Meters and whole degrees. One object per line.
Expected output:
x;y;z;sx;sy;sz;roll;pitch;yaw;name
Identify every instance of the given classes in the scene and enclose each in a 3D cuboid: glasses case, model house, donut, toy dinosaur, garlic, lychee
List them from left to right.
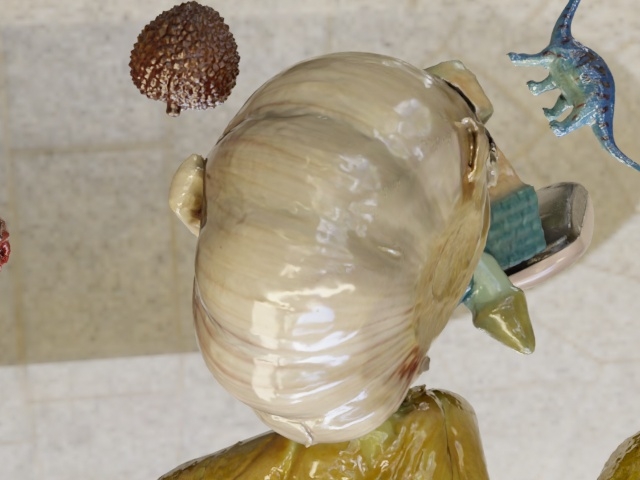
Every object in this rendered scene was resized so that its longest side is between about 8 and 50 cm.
-0.148;-0.199;1.698;0.123;0.123;0.129;104;-20;-66;lychee
-0.006;0.262;1.528;0.360;0.360;0.170;118;-45;-75;donut
0.014;0.007;1.269;0.241;0.322;0.322;21;-61;46;garlic
0.108;0.011;1.648;0.325;0.267;0.194;54;-37;18;model house
0.259;-0.007;1.832;0.075;0.122;0.314;60;17;-6;glasses case
0.352;-0.219;2.183;0.076;0.144;0.329;35;38;-72;toy dinosaur

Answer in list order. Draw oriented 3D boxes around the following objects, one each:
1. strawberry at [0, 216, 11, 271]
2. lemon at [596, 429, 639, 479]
-0.557;0.004;2.050;0.258;0.261;0.261;49;-27;29;strawberry
0.353;0.283;1.350;0.293;0.293;0.293;176;-90;-82;lemon
